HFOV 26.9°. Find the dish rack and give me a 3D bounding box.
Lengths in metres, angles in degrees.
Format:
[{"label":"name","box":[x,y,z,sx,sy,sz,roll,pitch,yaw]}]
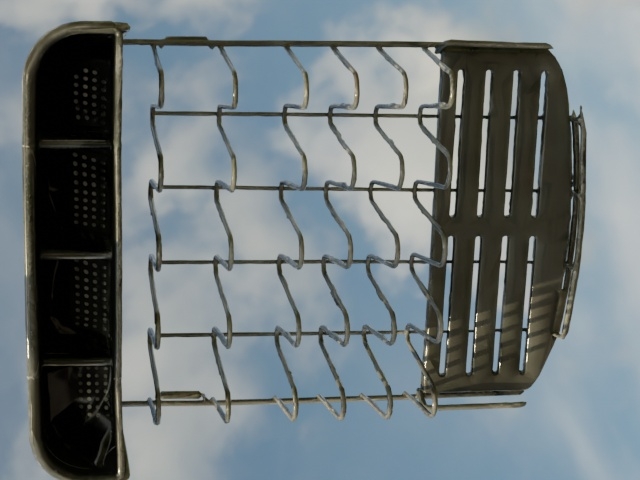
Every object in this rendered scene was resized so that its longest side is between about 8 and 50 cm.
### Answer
[{"label":"dish rack","box":[0.000,0.000,0.630,0.074,0.272,0.208,-126,37,-71]}]
